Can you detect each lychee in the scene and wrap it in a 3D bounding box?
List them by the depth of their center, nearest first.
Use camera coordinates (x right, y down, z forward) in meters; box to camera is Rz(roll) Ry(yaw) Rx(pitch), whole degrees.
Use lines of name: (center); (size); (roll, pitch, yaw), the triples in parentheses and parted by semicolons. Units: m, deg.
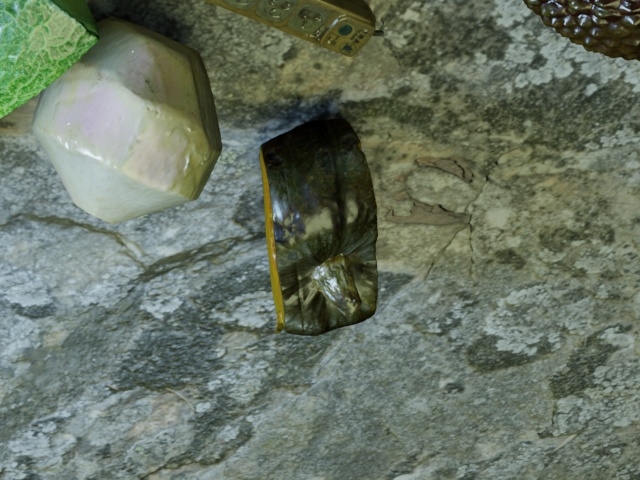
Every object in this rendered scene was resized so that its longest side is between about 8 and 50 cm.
lychee: (0.347, -0.315, 2.031); (0.271, 0.236, 0.236); (-3, 144, 14)

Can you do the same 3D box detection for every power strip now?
power strip: (-0.048, -0.280, 2.099); (0.305, 0.044, 0.064); (17, 132, -34)

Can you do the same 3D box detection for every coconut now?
coconut: (-0.223, -0.131, 2.072); (0.197, 0.237, 0.237); (16, 134, -44)

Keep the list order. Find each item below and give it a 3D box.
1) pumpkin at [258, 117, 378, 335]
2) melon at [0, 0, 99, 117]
pumpkin: (0.000, 0.000, 2.322); (0.139, 0.222, 0.317); (-7, 141, -7)
melon: (-0.403, -0.210, 1.998); (0.323, 0.124, 0.196); (-36, 99, 30)
